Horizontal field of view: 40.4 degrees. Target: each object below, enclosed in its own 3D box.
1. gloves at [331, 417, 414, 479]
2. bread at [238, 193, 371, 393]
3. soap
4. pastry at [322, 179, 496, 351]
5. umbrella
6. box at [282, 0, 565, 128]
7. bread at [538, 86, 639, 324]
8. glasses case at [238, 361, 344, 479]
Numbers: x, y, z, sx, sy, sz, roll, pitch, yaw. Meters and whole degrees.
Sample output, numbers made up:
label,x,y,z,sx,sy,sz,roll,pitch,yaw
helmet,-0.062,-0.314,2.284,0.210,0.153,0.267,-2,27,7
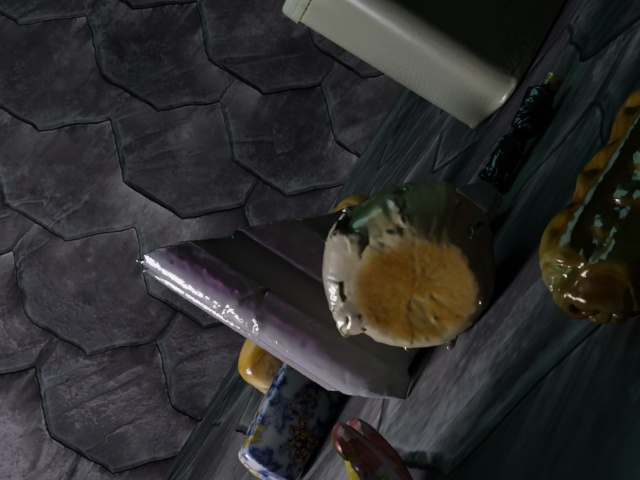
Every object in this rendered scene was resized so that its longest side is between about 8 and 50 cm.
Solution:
label,x,y,z,sx,sy,sz,roll,pitch,yaw
gloves,0.013,0.204,0.560,0.145,0.126,0.241,-61,-24,13
bread,0.004,0.081,1.198,0.091,0.142,0.305,26,81,50
soap,0.000,0.000,0.925,0.258,0.302,0.159,-58,-2,-10
pastry,0.081,0.024,0.776,0.166,0.165,0.088,-55,11,20
umbrella,0.220,-0.119,0.946,0.144,0.037,0.040,-59,6,-3
box,0.181,-0.401,1.293,0.352,0.343,0.177,-59,4,-18
bread,0.240,-0.112,0.498,0.368,0.084,0.077,-59,-35,0
glasses case,-0.016,0.182,1.075,0.065,0.087,0.248,-41,19,55
